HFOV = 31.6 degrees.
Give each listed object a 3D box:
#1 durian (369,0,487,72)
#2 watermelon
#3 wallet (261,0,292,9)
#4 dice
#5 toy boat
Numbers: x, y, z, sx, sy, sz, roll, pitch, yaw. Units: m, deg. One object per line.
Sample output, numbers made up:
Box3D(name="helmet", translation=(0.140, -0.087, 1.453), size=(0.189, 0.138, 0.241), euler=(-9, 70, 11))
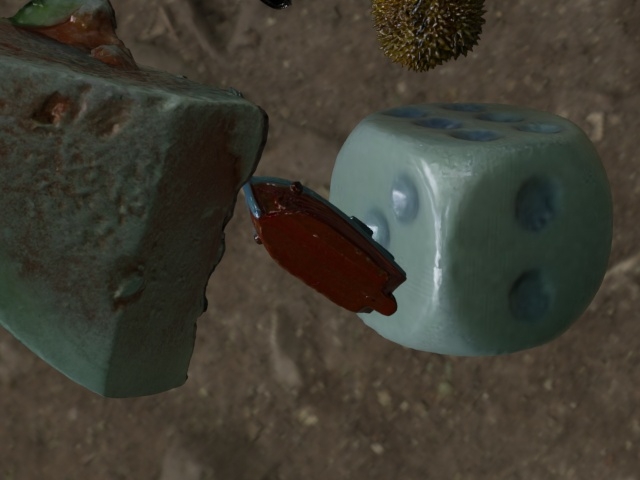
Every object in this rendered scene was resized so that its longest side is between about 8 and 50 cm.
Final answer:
Box3D(name="durian", translation=(0.129, -0.276, 1.321), size=(0.136, 0.168, 0.158), euler=(2, 98, -6))
Box3D(name="watermelon", translation=(-0.148, -0.076, 0.691), size=(0.213, 0.289, 0.320), euler=(-17, 64, 13))
Box3D(name="wallet", translation=(-0.096, -0.432, 1.306), size=(0.045, 0.172, 0.318), euler=(-19, 62, 30))
Box3D(name="dice", translation=(0.181, -0.024, 1.402), size=(0.268, 0.264, 0.263), euler=(32, 126, 56))
Box3D(name="toy boat", translation=(0.000, 0.000, 0.960), size=(0.173, 0.059, 0.069), euler=(35, 117, -21))
